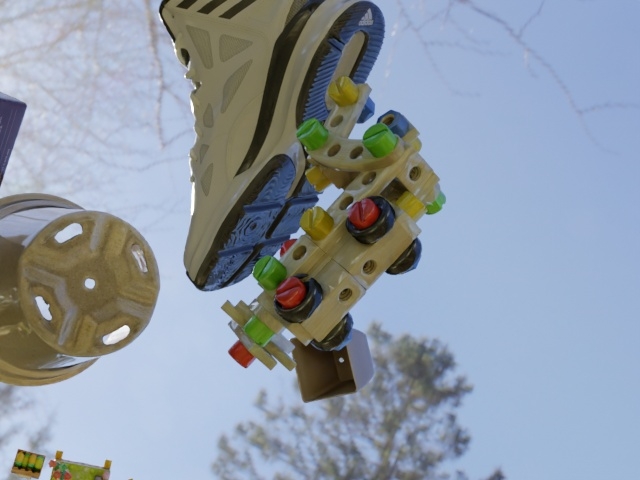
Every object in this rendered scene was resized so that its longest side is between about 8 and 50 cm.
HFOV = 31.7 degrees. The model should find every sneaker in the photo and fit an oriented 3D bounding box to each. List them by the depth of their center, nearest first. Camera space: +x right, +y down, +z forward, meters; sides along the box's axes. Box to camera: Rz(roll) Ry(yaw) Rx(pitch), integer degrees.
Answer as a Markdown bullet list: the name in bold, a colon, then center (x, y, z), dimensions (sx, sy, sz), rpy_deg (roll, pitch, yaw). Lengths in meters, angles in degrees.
- **sneaker**: center (-0.111, -0.166, 1.451), dimensions (0.257, 0.169, 0.447), rpy_deg (41, -61, 24)

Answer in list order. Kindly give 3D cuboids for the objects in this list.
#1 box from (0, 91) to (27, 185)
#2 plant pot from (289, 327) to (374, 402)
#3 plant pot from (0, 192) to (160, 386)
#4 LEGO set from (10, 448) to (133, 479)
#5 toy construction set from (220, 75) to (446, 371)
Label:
- **box**: center (-0.557, -0.154, 1.590), dimensions (0.169, 0.203, 0.167), rpy_deg (23, -83, 18)
- **plant pot**: center (0.028, 0.199, 1.858), dimensions (0.109, 0.096, 0.109), rpy_deg (-16, -96, 32)
- **plant pot**: center (-0.416, 0.073, 1.811), dimensions (0.334, 0.334, 0.305), rpy_deg (46, -24, -19)
- **LEGO set**: center (-0.365, 0.423, 1.815), dimensions (0.287, 0.132, 0.107), rpy_deg (49, -8, -9)
- **toy construction set**: center (0.000, 0.000, 1.156), dimensions (0.151, 0.327, 0.215), rpy_deg (27, 7, -38)
